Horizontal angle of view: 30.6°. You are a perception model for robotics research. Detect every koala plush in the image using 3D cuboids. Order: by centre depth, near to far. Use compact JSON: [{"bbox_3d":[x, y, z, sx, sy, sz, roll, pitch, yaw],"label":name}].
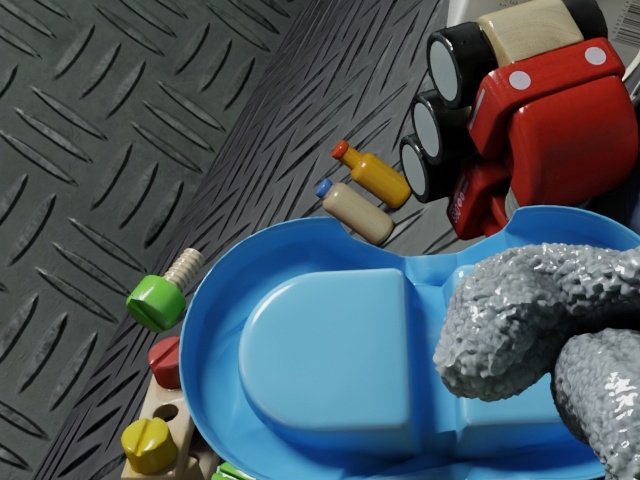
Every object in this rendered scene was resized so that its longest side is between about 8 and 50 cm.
[{"bbox_3d":[0.138,0.129,0.482,0.203,0.196,0.221,-14,37,51],"label":"koala plush"}]

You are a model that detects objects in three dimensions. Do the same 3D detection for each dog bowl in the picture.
[{"bbox_3d":[0.068,0.072,0.706,0.074,0.297,0.166,78,-170,-67],"label":"dog bowl"}]

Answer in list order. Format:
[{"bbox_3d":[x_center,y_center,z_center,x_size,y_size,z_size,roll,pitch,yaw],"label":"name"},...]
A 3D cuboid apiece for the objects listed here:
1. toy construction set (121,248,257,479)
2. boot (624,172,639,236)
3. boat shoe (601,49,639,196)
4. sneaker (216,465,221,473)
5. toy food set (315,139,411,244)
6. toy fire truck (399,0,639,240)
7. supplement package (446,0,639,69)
[{"bbox_3d":[-0.072,0.222,0.837,0.237,0.257,0.309,-54,-11,-35],"label":"toy construction set"},{"bbox_3d":[0.240,-0.006,0.741,0.190,0.069,0.086,-80,6,-53],"label":"boot"},{"bbox_3d":[0.271,-0.117,0.898,0.206,0.075,0.065,-49,39,25],"label":"boat shoe"},{"bbox_3d":[-0.029,0.157,1.215,0.091,0.094,0.258,-16,42,40],"label":"sneaker"},{"bbox_3d":[0.000,0.000,1.411,0.232,0.104,0.111,-49,15,23],"label":"toy food set"},{"bbox_3d":[0.149,-0.018,0.844,0.158,0.246,0.217,-19,-23,-14],"label":"toy fire truck"},{"bbox_3d":[0.219,-0.272,1.016,0.293,0.175,0.178,-78,3,-49],"label":"supplement package"}]
